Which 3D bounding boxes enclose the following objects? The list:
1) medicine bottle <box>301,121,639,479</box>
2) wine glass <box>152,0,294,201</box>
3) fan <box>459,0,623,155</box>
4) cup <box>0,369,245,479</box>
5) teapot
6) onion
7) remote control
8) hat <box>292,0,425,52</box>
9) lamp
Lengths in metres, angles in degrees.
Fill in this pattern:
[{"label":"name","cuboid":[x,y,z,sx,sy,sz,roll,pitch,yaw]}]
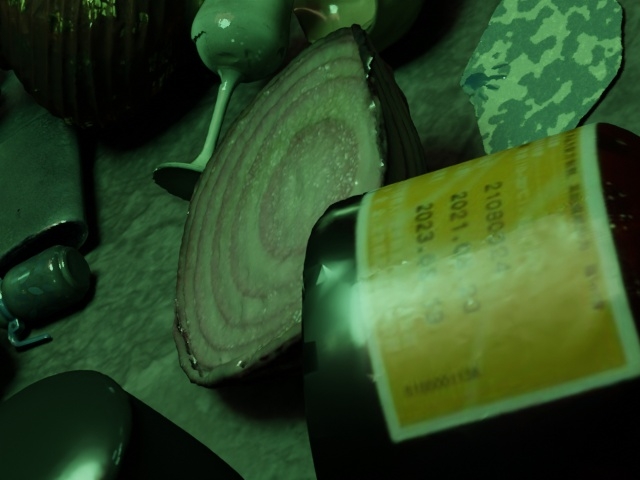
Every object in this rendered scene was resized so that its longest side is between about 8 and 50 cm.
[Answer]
[{"label":"medicine bottle","cuboid":[0.202,0.050,0.965,0.395,0.242,0.242,-12,42,13]},{"label":"wine glass","cuboid":[-0.072,-0.130,1.473,0.079,0.079,0.195,-2,65,41]},{"label":"fan","cuboid":[0.160,-0.130,1.364,0.131,0.009,0.240,-17,42,28]},{"label":"cup","cuboid":[-0.150,0.200,1.149,0.169,0.176,0.223,21,66,47]},{"label":"teapot","cuboid":[-0.222,0.045,1.497,0.083,0.063,0.049,-26,6,22]},{"label":"onion","cuboid":[0.000,0.000,1.299,0.247,0.111,0.250,-40,39,41]},{"label":"remote control","cuboid":[-0.259,-0.096,1.674,0.107,0.044,0.377,-37,35,17]},{"label":"hat","cuboid":[0.077,-0.216,1.495,0.173,0.144,0.166,-9,-4,-22]},{"label":"lamp","cuboid":[-0.182,-0.212,1.584,0.247,0.247,0.247,-24,39,21]}]
